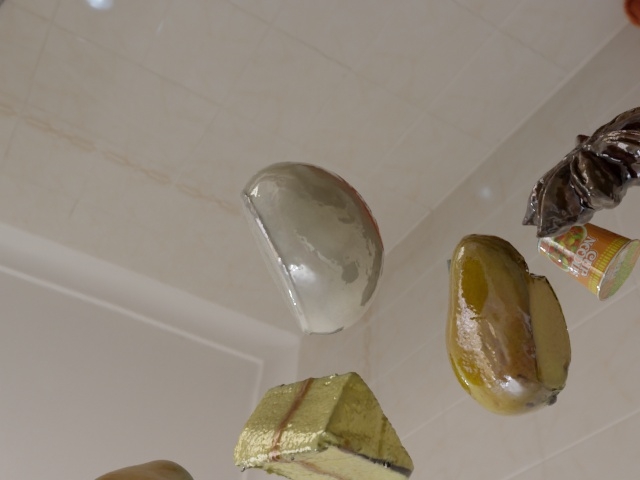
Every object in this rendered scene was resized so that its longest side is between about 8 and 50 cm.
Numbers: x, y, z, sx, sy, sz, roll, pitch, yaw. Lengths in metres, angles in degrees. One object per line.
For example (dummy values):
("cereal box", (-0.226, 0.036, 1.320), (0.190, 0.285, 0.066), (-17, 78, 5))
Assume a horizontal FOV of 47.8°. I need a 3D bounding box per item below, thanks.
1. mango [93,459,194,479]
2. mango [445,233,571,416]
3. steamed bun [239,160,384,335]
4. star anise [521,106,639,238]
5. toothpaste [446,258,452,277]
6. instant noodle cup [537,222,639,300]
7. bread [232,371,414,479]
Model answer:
("mango", (-0.276, 0.411, 1.081), (0.177, 0.119, 0.317), (12, -173, 13))
("mango", (0.254, 0.117, 1.015), (0.130, 0.167, 0.261), (-6, -91, -54))
("steamed bun", (0.000, 0.000, 0.923), (0.145, 0.232, 0.231), (-25, -112, -7))
("star anise", (0.447, -0.112, 1.169), (0.108, 0.315, 0.315), (44, -140, 0))
("toothpaste", (0.293, 0.074, 1.523), (0.164, 0.046, 0.034), (-65, -37, -73))
("instant noodle cup", (0.615, 0.024, 1.679), (0.168, 0.168, 0.185), (-11, -143, -43))
("bread", (0.006, 0.404, 1.334), (0.236, 0.264, 0.198), (55, -139, -16))
